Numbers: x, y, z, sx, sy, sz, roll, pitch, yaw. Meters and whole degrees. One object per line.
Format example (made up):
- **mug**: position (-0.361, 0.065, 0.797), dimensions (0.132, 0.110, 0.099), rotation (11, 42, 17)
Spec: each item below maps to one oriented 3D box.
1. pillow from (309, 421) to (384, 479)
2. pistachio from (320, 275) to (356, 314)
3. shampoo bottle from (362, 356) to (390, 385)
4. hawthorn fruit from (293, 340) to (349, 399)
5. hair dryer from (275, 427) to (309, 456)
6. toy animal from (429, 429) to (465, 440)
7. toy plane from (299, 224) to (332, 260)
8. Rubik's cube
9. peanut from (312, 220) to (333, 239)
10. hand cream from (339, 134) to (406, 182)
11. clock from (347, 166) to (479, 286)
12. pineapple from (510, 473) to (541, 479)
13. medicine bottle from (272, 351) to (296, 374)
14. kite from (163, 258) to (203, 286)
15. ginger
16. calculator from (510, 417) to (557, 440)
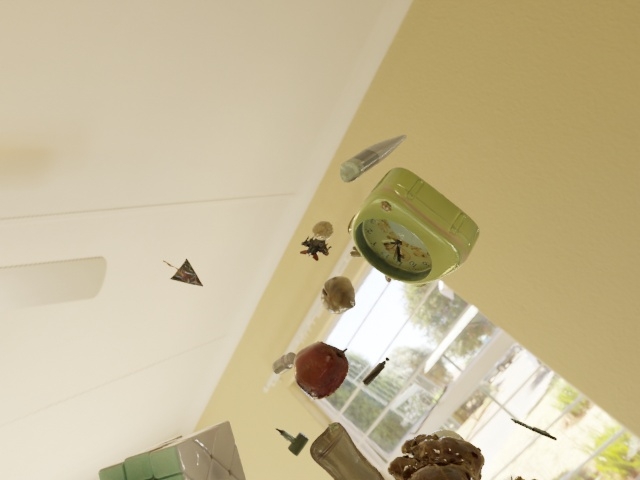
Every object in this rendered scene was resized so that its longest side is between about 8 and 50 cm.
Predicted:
- **pillow**: position (0.075, 0.607, 1.235), dimensions (0.131, 0.232, 0.038), rotation (-34, -8, -43)
- **pistachio**: position (0.063, 0.180, 1.535), dimensions (0.124, 0.124, 0.185), rotation (-56, -4, 17)
- **shampoo bottle**: position (0.215, 0.502, 1.775), dimensions (0.137, 0.027, 0.048), rotation (-42, 7, -18)
- **hawthorn fruit**: position (0.009, 0.338, 1.245), dimensions (0.172, 0.148, 0.148), rotation (-46, -21, 22)
- **hair dryer**: position (-0.108, 0.681, 1.598), dimensions (0.071, 0.047, 0.150), rotation (-51, -60, -16)
- **toy animal**: position (0.502, 0.902, 1.811), dimensions (0.289, 0.249, 0.174), rotation (-62, -6, 4)
- **toy plane**: position (-0.001, -0.002, 1.887), dimensions (0.189, 0.130, 0.061), rotation (-58, -25, -22)
- **Rubik's cube**: position (-0.455, 0.809, 1.488), dimensions (0.316, 0.321, 0.319), rotation (-25, -14, 16)
- **peanut**: position (0.008, -0.037, 1.769), dimensions (0.082, 0.082, 0.187), rotation (-49, 2, 1)
- **hand cream**: position (0.123, -0.195, 1.063), dimensions (0.079, 0.048, 0.255), rotation (-24, 8, 40)
- **clock**: position (0.175, -0.004, 1.022), dimensions (0.096, 0.235, 0.308), rotation (-52, 0, -31)
- **pineapple**: position (0.593, 0.782, 1.389), dimensions (0.233, 0.079, 0.135), rotation (-36, 6, 20)
- **medicine bottle**: position (-0.116, 0.403, 1.514), dimensions (0.089, 0.052, 0.052), rotation (-42, -15, 36)
- **kite**: position (-0.462, 0.110, 1.559), dimensions (0.190, 0.159, 0.010), rotation (-37, 22, 47)
- **ginger**: position (0.373, 0.748, 1.495), dimensions (0.357, 0.274, 0.152), rotation (-24, -50, -56)
- **calculator**: position (0.691, 0.613, 1.504), dimensions (0.094, 0.141, 0.019), rotation (69, -137, -78)
